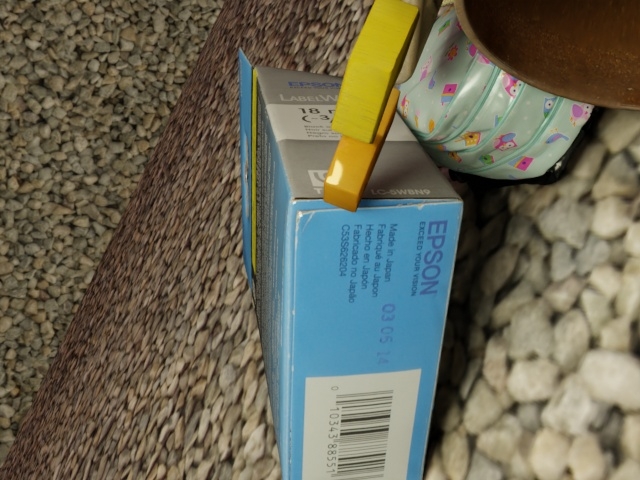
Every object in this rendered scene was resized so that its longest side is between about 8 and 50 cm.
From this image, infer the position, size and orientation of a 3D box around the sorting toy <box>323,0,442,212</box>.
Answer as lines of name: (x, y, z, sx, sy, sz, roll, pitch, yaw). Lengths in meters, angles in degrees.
sorting toy: (0.057, -0.179, 0.357, 0.229, 0.041, 0.307, 92, -160, -73)

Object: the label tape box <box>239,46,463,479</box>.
label tape box: (0.000, 0.000, 0.591, 0.334, 0.105, 0.241, -109, 19, -59)

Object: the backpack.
backpack: (0.122, -0.107, 0.537, 0.182, 0.115, 0.152, -129, 55, -72)

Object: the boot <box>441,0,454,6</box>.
boot: (0.180, -0.304, 0.562, 0.203, 0.095, 0.262, -43, -1, -45)

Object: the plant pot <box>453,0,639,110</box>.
plant pot: (0.190, -0.218, 0.367, 0.215, 0.215, 0.231, -15, 61, 60)
